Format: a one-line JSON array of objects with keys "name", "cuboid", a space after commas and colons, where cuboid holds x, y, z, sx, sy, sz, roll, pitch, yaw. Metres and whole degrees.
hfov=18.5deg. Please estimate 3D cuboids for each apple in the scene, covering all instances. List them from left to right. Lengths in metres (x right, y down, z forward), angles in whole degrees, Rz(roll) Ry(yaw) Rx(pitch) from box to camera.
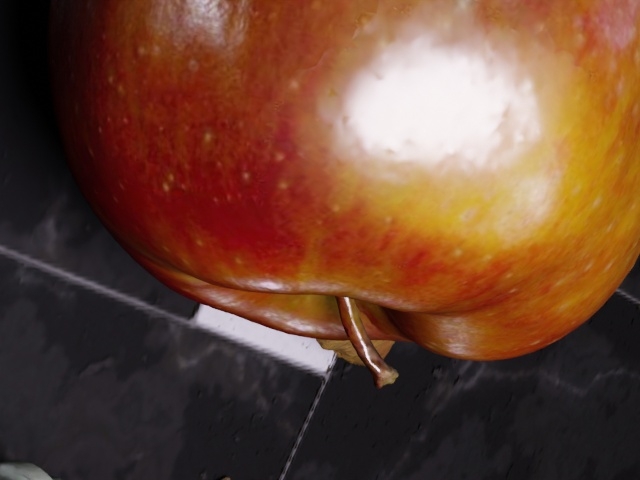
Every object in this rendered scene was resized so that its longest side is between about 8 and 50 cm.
[{"name": "apple", "cuboid": [0.023, -0.099, 0.835, 0.288, 0.288, 0.317, 13, 88, -50]}]

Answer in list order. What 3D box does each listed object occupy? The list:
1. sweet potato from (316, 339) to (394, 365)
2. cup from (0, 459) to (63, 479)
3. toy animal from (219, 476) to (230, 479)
[{"name": "sweet potato", "cuboid": [0.000, 0.000, 1.026, 0.068, 0.060, 0.206, -81, 149, -52]}, {"name": "cup", "cuboid": [-0.172, 0.166, 0.879, 0.141, 0.120, 0.120, -9, 115, -30]}, {"name": "toy animal", "cuboid": [-0.103, 0.196, 0.999, 0.220, 0.086, 0.069, -57, 146, -41]}]
